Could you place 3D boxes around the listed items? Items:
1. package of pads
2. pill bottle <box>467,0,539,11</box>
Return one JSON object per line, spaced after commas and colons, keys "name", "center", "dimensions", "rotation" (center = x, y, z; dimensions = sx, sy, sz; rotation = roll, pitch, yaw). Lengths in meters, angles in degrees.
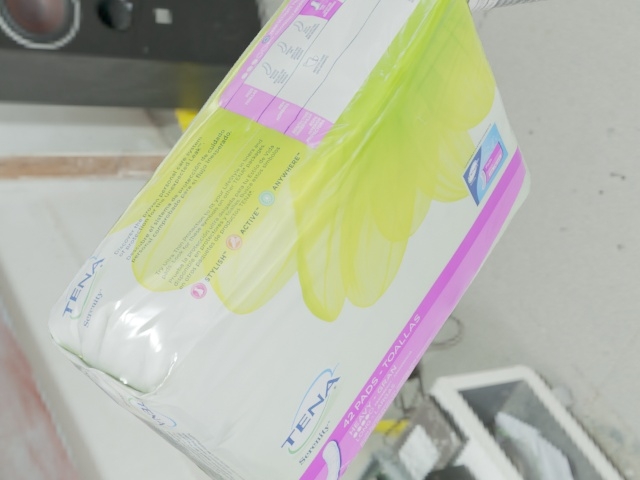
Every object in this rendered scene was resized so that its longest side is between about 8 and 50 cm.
{"name": "package of pads", "center": [0.000, 0.000, 0.682], "dimensions": [0.101, 0.229, 0.296], "rotation": [24, 72, 33]}
{"name": "pill bottle", "center": [0.116, -0.252, 0.849], "dimensions": [0.162, 0.278, 0.162], "rotation": [170, 90, -83]}
